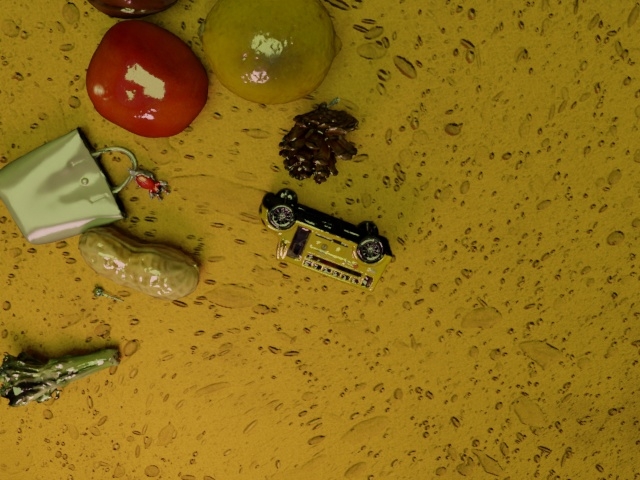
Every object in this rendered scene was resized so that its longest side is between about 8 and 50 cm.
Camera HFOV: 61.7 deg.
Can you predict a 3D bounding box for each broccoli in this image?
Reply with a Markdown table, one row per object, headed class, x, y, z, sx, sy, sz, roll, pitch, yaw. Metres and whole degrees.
| class | x | y | z | sx | sy | sz | roll | pitch | yaw |
| --- | --- | --- | --- | --- | --- | --- | --- | --- | --- |
| broccoli | -0.700 | 0.350 | 1.459 | 0.304 | 0.165 | 0.145 | -12 | 78 | -8 |

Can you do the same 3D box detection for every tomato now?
| class | x | y | z | sx | sy | sz | roll | pitch | yaw |
| --- | --- | --- | --- | --- | --- | --- | --- | --- | --- |
| tomato | -0.378 | -0.338 | 1.166 | 0.260 | 0.180 | 0.259 | 1 | 112 | 3 |

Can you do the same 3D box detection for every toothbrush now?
| class | x | y | z | sx | sy | sz | roll | pitch | yaw |
| --- | --- | --- | --- | --- | --- | --- | --- | --- | --- |
| toothbrush | -0.024 | -0.284 | 1.261 | 0.167 | 0.014 | 0.011 | -34 | 101 | 13 |

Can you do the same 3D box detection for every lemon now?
| class | x | y | z | sx | sy | sz | roll | pitch | yaw |
| --- | --- | --- | --- | --- | --- | --- | --- | --- | --- |
| lemon | -0.102 | -0.404 | 1.100 | 0.267 | 0.267 | 0.267 | 1 | 110 | 1 |

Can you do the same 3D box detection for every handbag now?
| class | x | y | z | sx | sy | sz | roll | pitch | yaw |
| --- | --- | --- | --- | --- | --- | --- | --- | --- | --- |
| handbag | -0.595 | -0.130 | 1.290 | 0.315 | 0.109 | 0.241 | -21 | 109 | 5 |

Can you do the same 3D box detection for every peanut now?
| class | x | y | z | sx | sy | sz | roll | pitch | yaw |
| --- | --- | --- | --- | --- | --- | --- | --- | --- | --- |
| peanut | -0.451 | 0.056 | 1.335 | 0.306 | 0.147 | 0.147 | 19 | 110 | -2 |

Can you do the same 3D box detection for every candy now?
| class | x | y | z | sx | sy | sz | roll | pitch | yaw |
| --- | --- | --- | --- | --- | --- | --- | --- | --- | --- |
| candy | -0.567 | 0.149 | 1.435 | 0.083 | 0.023 | 0.025 | 25 | 101 | -18 |

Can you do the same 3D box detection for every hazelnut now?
| class | x | y | z | sx | sy | sz | roll | pitch | yaw |
| --- | --- | --- | --- | --- | --- | --- | --- | --- | --- |
| hazelnut | -0.385 | -0.544 | 1.088 | 0.208 | 0.208 | 0.208 | 1 | 110 | 1 |

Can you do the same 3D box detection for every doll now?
| class | x | y | z | sx | sy | sz | roll | pitch | yaw |
| --- | --- | --- | --- | --- | --- | --- | --- | --- | --- |
| doll | -0.422 | -0.144 | 1.311 | 0.057 | 0.039 | 0.114 | -22 | 126 | 43 |

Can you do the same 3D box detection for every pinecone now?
| class | x | y | z | sx | sy | sz | roll | pitch | yaw |
| --- | --- | --- | --- | --- | --- | --- | --- | --- | --- |
| pinecone | -0.005 | -0.214 | 1.201 | 0.195 | 0.179 | 0.150 | -41 | 84 | 33 |

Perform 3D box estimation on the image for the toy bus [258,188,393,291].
| class | x | y | z | sx | sy | sz | roll | pitch | yaw |
| --- | --- | --- | --- | --- | --- | --- | --- | --- | --- |
| toy bus | 0.000 | 0.000 | 1.296 | 0.331 | 0.145 | 0.151 | 21 | 111 | -7 |
